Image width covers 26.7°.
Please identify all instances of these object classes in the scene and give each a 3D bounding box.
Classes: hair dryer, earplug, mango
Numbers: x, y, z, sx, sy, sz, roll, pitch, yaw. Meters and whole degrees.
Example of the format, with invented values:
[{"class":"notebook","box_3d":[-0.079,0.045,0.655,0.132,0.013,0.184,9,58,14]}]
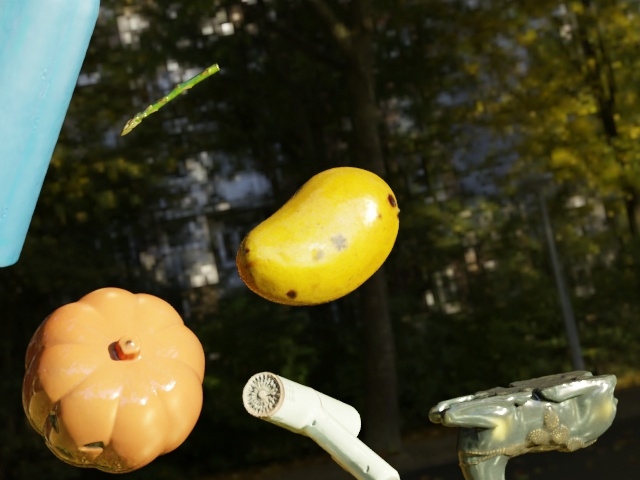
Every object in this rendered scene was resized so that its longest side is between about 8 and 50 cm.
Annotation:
[{"class":"hair dryer","box_3d":[0.033,0.187,1.158,0.183,0.044,0.155,36,4,32]},{"class":"earplug","box_3d":[-0.270,-0.127,1.137,0.132,0.273,0.132,23,10,-4]},{"class":"mango","box_3d":[0.003,0.002,1.357,0.178,0.115,0.090,-42,3,-23]}]

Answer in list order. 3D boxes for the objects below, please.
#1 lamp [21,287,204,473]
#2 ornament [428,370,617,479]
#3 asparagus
[{"class":"lamp","box_3d":[-0.207,0.138,1.364,0.188,0.187,0.164,-9,-25,-25]},{"class":"ornament","box_3d":[0.211,0.255,1.321,0.202,0.236,0.080,-8,5,-21]},{"class":"asparagus","box_3d":[-0.207,-0.192,1.826,0.163,0.016,0.016,-34,-23,-3]}]
